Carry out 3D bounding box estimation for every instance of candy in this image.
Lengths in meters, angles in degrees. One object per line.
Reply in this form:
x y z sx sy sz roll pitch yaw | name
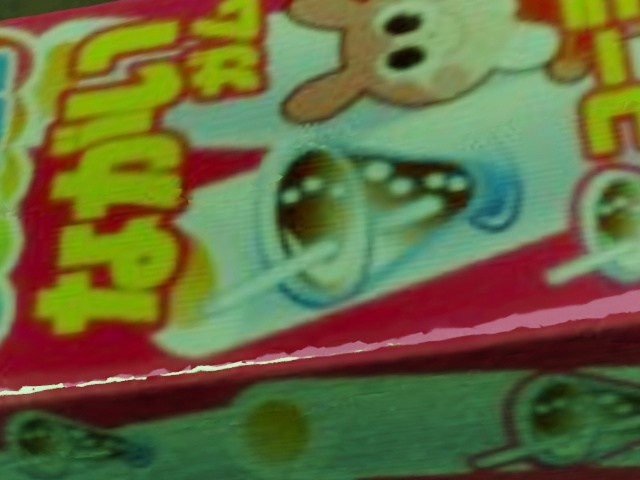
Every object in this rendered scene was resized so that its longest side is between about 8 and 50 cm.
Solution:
0.000 -0.001 0.516 0.306 0.100 0.157 -8 49 9 | candy
